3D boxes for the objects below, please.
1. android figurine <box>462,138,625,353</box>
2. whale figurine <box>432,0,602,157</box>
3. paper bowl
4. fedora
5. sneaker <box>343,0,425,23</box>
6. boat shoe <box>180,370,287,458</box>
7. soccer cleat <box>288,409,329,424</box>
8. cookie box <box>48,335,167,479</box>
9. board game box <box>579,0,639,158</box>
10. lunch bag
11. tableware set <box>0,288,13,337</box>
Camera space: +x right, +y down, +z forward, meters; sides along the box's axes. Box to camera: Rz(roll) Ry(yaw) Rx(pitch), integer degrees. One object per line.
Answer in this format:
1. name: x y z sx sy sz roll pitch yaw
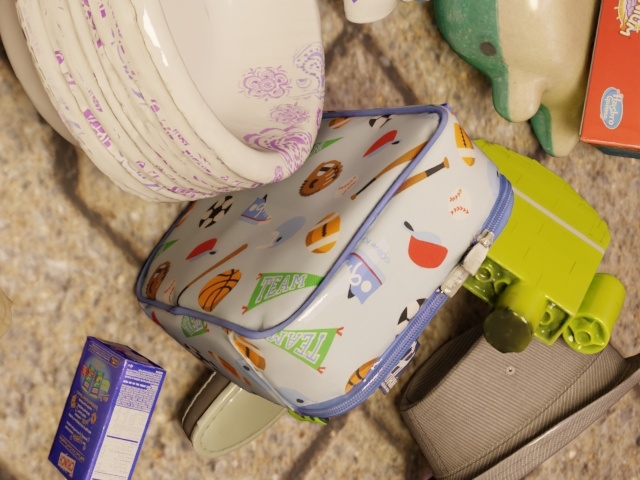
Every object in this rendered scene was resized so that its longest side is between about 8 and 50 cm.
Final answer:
1. android figurine: 0.170 -0.004 1.025 0.248 0.056 0.273 34 34 5
2. whale figurine: 0.191 -0.199 1.064 0.216 0.141 0.272 -66 149 -26
3. paper bowl: -0.117 -0.167 0.798 0.284 0.148 0.284 41 43 -54
4. fedora: 0.181 0.135 1.073 0.275 0.244 0.124 -34 85 -21
5. sneaker: 0.048 -0.280 0.828 0.323 0.130 0.236 -5 110 -62
6. boat shoe: -0.041 0.093 0.984 0.228 0.068 0.081 -43 144 -19
7. soccer cleat: 0.043 0.105 1.035 0.179 0.072 0.060 -42 118 -21
8. cookie box: -0.171 0.139 0.891 0.040 0.092 0.107 20 88 -31
9. board game box: 0.320 -0.241 1.087 0.242 0.064 0.316 -5 104 -71
10. lunch bag: 0.000 0.000 0.852 0.243 0.303 0.115 -50 117 -16
11. tableware set: -0.290 0.066 0.788 0.141 0.020 0.169 31 39 -29
